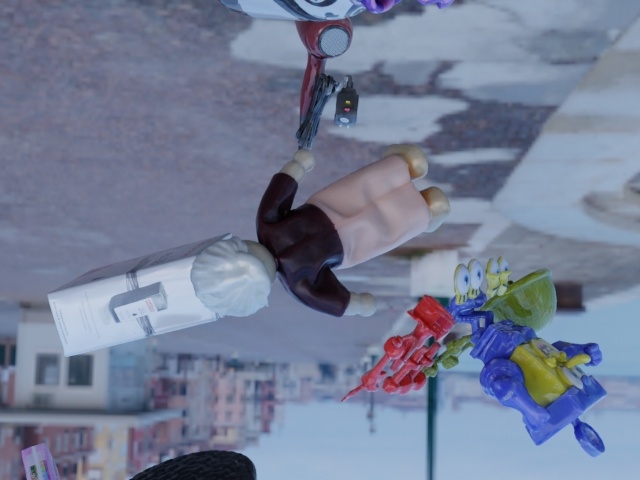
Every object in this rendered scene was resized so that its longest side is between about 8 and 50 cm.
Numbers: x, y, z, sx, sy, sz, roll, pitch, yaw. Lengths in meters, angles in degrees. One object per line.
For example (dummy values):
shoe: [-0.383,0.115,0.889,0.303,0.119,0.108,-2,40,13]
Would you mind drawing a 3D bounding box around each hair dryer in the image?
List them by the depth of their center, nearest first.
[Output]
hair dryer: [-0.017,-0.270,1.775,0.080,0.293,0.223,9,156,-24]

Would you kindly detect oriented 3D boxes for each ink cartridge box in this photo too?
ink cartridge box: [-0.221,0.069,1.489,0.218,0.092,0.158,-13,-172,13]

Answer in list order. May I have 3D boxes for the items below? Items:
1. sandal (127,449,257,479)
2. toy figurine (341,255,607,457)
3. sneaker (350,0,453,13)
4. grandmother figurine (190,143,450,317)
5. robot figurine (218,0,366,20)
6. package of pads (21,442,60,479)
sandal: [-0.222,0.398,1.305,0.168,0.107,0.446,9,-148,28]
toy figurine: [0.214,0.158,1.218,0.217,0.191,0.362,45,-162,19]
sneaker: [0.032,-0.252,0.984,0.236,0.104,0.095,16,-166,35]
grandmother figurine: [0.000,0.000,1.328,0.342,0.207,0.104,-24,166,-34]
robot figurine: [-0.037,-0.350,1.380,0.278,0.173,0.209,15,-131,46]
package of pads: [-0.292,0.263,1.212,0.032,0.083,0.050,-19,137,-12]
